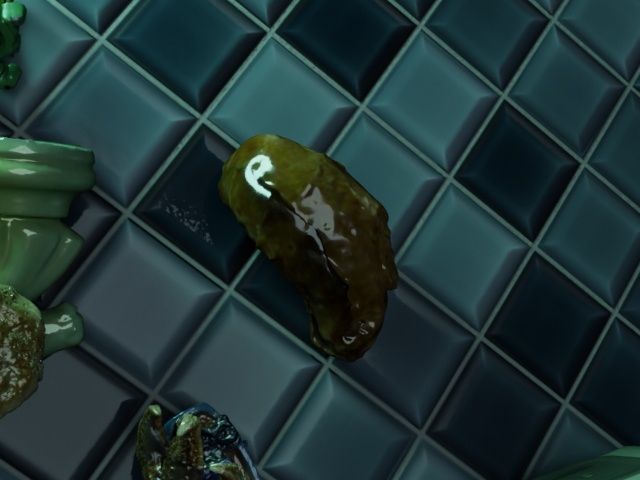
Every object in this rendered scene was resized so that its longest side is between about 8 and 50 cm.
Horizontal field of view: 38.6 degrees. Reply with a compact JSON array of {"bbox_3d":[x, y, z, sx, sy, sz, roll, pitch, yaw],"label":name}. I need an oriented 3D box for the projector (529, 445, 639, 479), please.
[{"bbox_3d":[0.378,0.422,1.180,0.249,0.248,0.248,-13,84,-21],"label":"projector"}]

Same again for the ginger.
[{"bbox_3d":[0.000,0.000,1.174,0.321,0.172,0.165,60,31,0],"label":"ginger"}]

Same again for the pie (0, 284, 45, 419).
[{"bbox_3d":[-0.388,0.125,0.976,0.194,0.079,0.163,-26,104,-20],"label":"pie"}]

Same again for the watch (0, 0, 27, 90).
[{"bbox_3d":[-0.421,-0.283,1.107,0.131,0.165,0.152,8,53,-16],"label":"watch"}]

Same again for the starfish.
[{"bbox_3d":[-0.178,0.308,1.058,0.071,0.216,0.238,1,86,-57],"label":"starfish"}]

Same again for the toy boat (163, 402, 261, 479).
[{"bbox_3d":[-0.115,0.306,1.114,0.100,0.097,0.223,-26,89,-18],"label":"toy boat"}]

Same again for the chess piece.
[{"bbox_3d":[-0.359,0.028,1.068,0.176,0.176,0.298,6,92,-18],"label":"chess piece"}]
